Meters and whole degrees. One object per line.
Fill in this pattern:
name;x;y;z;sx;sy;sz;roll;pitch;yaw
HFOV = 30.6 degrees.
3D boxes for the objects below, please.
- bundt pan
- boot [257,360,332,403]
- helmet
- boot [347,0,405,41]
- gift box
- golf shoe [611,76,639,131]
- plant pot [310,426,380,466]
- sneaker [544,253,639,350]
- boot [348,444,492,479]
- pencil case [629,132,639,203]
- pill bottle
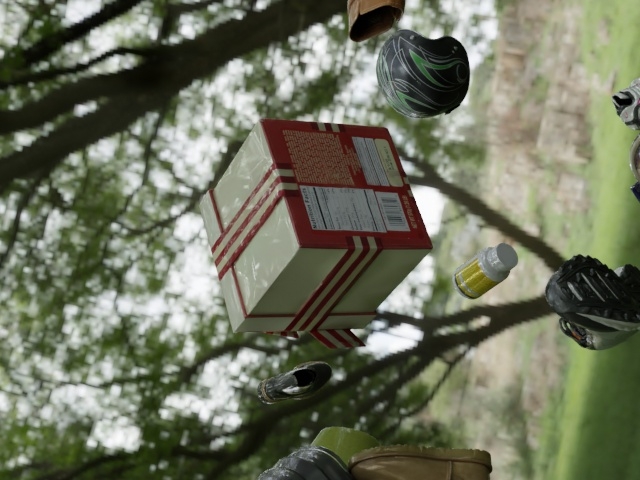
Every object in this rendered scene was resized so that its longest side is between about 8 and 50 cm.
bundt pan;-0.086;0.433;1.831;0.331;0.124;0.331;-32;-9;-6
boot;-0.021;0.300;2.539;0.198;0.137;0.076;-20;-97;-41
helmet;0.187;-0.318;2.235;0.169;0.162;0.169;10;102;61
boot;0.073;-0.411;1.858;0.283;0.109;0.220;-25;58;60
gift box;0.000;0.000;1.694;0.258;0.276;0.255;-50;43;45
golf shoe;0.560;-0.253;2.078;0.067;0.086;0.186;-62;5;29
plant pot;0.031;0.562;2.515;0.274;0.275;0.293;77;-156;-58
sneaker;0.327;0.087;1.382;0.108;0.100;0.271;-43;-26;20
boot;0.153;0.441;1.737;0.089;0.236;0.269;74;-165;-53
pencil case;0.677;-0.187;1.962;0.410;0.160;0.183;-35;-60;-38
pill bottle;0.284;0.050;2.002;0.116;0.065;0.065;-42;17;48
